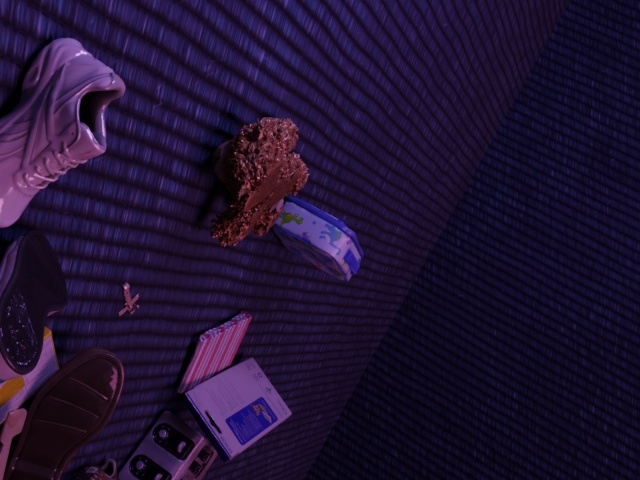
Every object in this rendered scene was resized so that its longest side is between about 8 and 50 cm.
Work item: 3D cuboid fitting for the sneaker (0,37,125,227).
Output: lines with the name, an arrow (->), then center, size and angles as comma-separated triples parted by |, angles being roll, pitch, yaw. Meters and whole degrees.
sneaker -> -0.302, -0.108, 0.994 | 0.232, 0.115, 0.090 | -61, 162, 2

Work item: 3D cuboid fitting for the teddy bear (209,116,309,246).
teddy bear -> -0.112, -0.109, 1.548 | 0.245, 0.113, 0.338 | -57, 171, 14

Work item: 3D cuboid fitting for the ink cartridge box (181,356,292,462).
ink cartridge box -> -0.187, 0.363, 1.898 | 0.065, 0.165, 0.332 | -38, 171, 18

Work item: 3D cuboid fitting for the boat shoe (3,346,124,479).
boat shoe -> -0.403, 0.277, 1.343 | 0.307, 0.110, 0.104 | -54, -159, 7

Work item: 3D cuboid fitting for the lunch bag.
lunch bag -> 0.000, 0.000, 1.857 | 0.090, 0.176, 0.219 | -57, 161, -9

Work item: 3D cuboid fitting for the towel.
towel -> -0.224, 0.231, 1.860 | 0.197, 0.029, 0.144 | -24, 142, -61

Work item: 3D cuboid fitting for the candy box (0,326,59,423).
candy box -> -0.449, 0.215, 1.234 | 0.206, 0.027, 0.105 | -46, 160, -36

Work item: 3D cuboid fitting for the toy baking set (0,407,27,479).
toy baking set -> -0.495, 0.344, 1.208 | 0.256, 0.030, 0.197 | -34, 145, -31

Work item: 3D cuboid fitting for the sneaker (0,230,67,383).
sneaker -> -0.406, 0.095, 1.035 | 0.295, 0.178, 0.124 | -103, 172, -69

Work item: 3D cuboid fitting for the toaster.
toaster -> -0.312, 0.463, 1.839 | 0.168, 0.110, 0.186 | -53, 161, -17

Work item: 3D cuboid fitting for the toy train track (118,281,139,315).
toy train track -> -0.309, 0.097, 1.447 | 0.048, 0.014, 0.083 | -49, 158, -31

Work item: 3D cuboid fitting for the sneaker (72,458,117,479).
sneaker -> -0.428, 0.440, 1.603 | 0.188, 0.066, 0.071 | 12, 91, -76
